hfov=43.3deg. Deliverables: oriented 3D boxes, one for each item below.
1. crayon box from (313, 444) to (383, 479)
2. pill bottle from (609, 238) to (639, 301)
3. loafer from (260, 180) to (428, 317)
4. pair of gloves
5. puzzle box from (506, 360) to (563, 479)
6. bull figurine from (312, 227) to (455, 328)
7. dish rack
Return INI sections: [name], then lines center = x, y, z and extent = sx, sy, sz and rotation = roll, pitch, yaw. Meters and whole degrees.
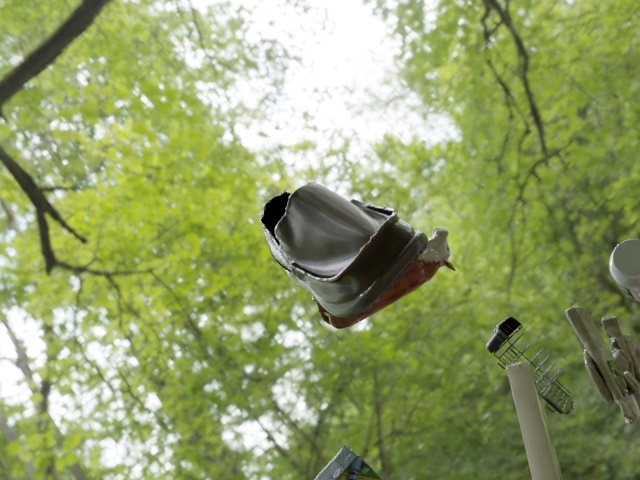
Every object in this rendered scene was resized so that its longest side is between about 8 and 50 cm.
[crayon box]
center = 0.108, 0.722, 2.133
extent = 0.203, 0.083, 0.323
rotation = -46, -64, -11
[pill bottle]
center = 0.590, 0.052, 1.494
extent = 0.094, 0.094, 0.169
rotation = -46, -31, 8
[loafer]
center = 0.000, 0.000, 1.007
extent = 0.134, 0.130, 0.366
rotation = -48, 17, -15
[pair of gloves]
center = 0.495, 0.208, 1.322
extent = 0.042, 0.204, 0.240
rotation = -31, -31, 29
[puzzle box]
center = 0.478, 0.494, 1.698
extent = 0.052, 0.408, 0.272
rotation = -15, -44, 13
[bull figurine]
center = 0.122, 0.065, 1.598
extent = 0.310, 0.101, 0.188
rotation = -36, -44, 6
[dish rack]
center = 0.542, 0.318, 2.034
extent = 0.074, 0.271, 0.208
rotation = -52, -16, 19
